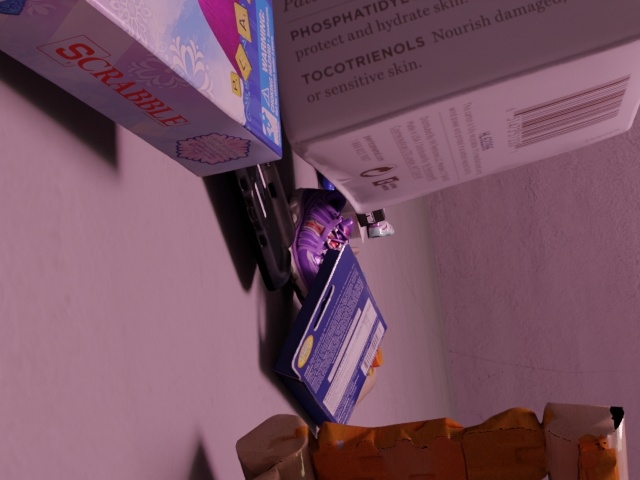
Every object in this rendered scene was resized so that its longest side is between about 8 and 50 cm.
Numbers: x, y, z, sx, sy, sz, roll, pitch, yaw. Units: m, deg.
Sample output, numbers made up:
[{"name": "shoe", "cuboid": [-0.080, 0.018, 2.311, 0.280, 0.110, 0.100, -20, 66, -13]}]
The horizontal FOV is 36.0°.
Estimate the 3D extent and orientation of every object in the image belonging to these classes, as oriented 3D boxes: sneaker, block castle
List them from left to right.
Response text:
[{"name": "sneaker", "cuboid": [0.000, 0.000, 1.056, 0.068, 0.071, 0.170, 71, 17, -45]}, {"name": "sneaker", "cuboid": [0.102, -0.041, 1.696, 0.098, 0.038, 0.069, -12, 95, -80]}, {"name": "block castle", "cuboid": [0.062, 0.308, 0.556, 0.453, 0.303, 0.213, -77, 158, -59]}]

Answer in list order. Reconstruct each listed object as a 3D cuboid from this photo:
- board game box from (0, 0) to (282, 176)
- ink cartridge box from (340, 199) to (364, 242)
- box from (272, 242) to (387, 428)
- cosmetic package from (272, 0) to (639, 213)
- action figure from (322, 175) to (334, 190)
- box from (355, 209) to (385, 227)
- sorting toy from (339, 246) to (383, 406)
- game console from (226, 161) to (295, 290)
[{"name": "board game box", "cuboid": [-0.117, -0.232, 0.519, 0.318, 0.066, 0.319, 32, 50, -65]}, {"name": "ink cartridge box", "cuboid": [0.047, -0.036, 1.434, 0.083, 0.028, 0.048, -83, 162, -54]}, {"name": "box", "cuboid": [0.011, 0.101, 1.001, 0.136, 0.036, 0.225, -65, 158, -20]}, {"name": "cosmetic package", "cuboid": [0.109, -0.279, 0.986, 0.329, 0.327, 0.394, 37, 37, -74]}, {"name": "action figure", "cuboid": [0.012, -0.079, 1.288, 0.038, 0.030, 0.115, 46, 35, -67]}, {"name": "box", "cuboid": [0.037, -0.144, 1.349, 0.184, 0.045, 0.191, 63, 11, -55]}, {"name": "sorting toy", "cuboid": [0.049, 0.112, 1.316, 0.193, 0.038, 0.208, -1, 83, -79]}, {"name": "game console", "cuboid": [-0.081, -0.104, 0.793, 0.213, 0.044, 0.361, -82, 160, -50]}]
